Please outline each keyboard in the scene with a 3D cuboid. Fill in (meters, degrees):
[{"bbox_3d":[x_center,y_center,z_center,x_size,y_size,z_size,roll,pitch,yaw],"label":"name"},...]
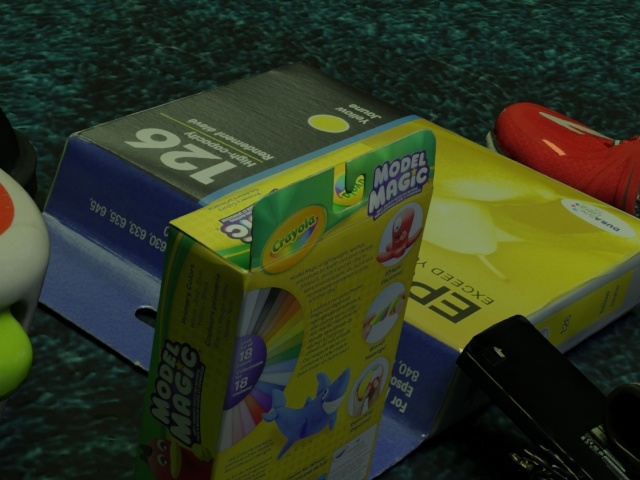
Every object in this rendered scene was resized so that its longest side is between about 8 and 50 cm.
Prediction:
[{"bbox_3d":[0.137,0.123,0.960,0.192,0.038,0.100,45,33,20],"label":"keyboard"}]

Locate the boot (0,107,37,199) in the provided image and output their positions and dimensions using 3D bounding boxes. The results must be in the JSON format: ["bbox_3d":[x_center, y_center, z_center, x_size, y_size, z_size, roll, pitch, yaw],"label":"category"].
[{"bbox_3d":[-0.326,-0.137,1.035,0.348,0.260,0.131,12,41,5],"label":"boot"}]

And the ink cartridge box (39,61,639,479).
[{"bbox_3d":[0.000,0.000,1.122,0.303,0.072,0.307,29,31,29],"label":"ink cartridge box"}]

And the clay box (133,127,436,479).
[{"bbox_3d":[-0.019,0.050,0.857,0.053,0.222,0.127,31,36,30],"label":"clay box"}]

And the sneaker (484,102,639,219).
[{"bbox_3d":[0.241,-0.043,1.229,0.279,0.118,0.107,26,31,25],"label":"sneaker"}]

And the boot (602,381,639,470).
[{"bbox_3d":[0.274,0.127,0.964,0.246,0.083,0.161,28,32,20],"label":"boot"}]

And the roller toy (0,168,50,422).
[{"bbox_3d":[-0.237,0.032,0.897,0.191,0.146,0.209,15,22,-12],"label":"roller toy"}]
